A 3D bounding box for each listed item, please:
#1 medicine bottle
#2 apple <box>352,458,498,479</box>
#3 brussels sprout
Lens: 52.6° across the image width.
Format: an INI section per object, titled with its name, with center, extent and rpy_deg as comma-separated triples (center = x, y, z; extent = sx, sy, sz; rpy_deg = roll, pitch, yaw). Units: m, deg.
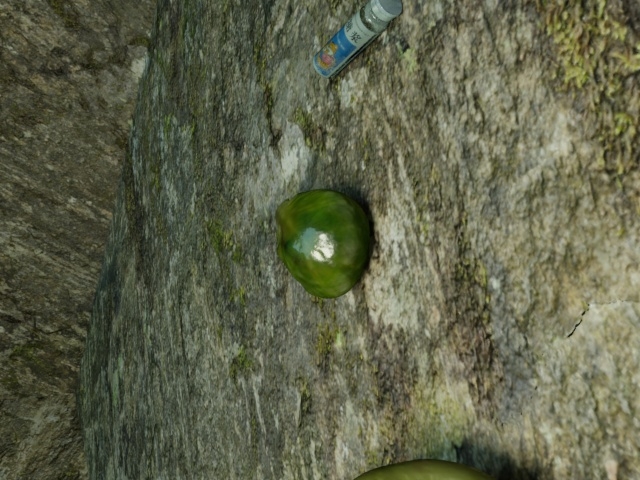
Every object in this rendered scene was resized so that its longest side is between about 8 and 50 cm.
[medicine bottle]
center = 0.055, -0.325, 1.033
extent = 0.191, 0.051, 0.051
rpy_deg = -30, 62, 53
[apple]
center = 0.119, 0.363, 0.649
extent = 0.279, 0.279, 0.278
rpy_deg = -10, 78, 58
[brussels sprout]
center = 0.004, -0.003, 1.001
extent = 0.180, 0.144, 0.161
rpy_deg = 53, 166, 32
